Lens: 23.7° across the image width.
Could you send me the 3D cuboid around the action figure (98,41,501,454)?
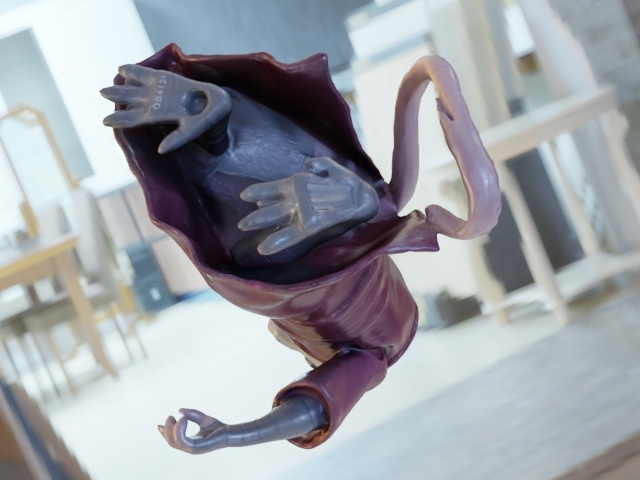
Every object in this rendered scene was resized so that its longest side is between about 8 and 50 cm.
[{"bbox_3d":[0.000,0.000,1.037,0.275,0.248,0.370,-18,-31,10],"label":"action figure"}]
